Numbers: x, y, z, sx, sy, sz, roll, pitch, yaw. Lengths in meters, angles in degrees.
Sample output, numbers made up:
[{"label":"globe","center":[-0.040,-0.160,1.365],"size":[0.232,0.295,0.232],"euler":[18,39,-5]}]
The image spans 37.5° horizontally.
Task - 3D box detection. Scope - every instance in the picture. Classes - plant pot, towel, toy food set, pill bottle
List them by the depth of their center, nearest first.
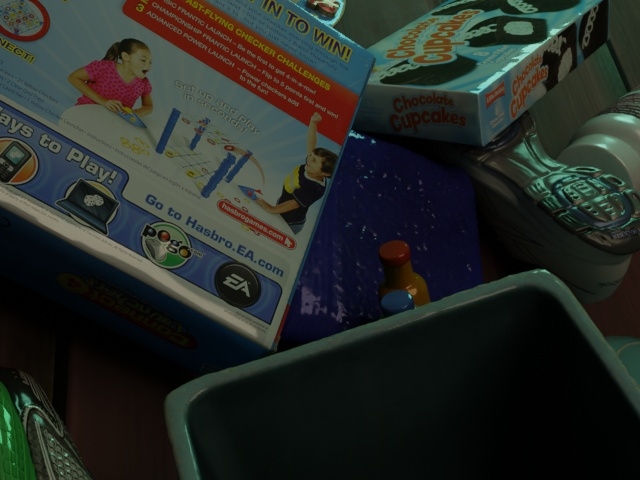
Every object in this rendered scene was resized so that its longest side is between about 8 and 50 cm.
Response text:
[{"label":"plant pot","center":[0.075,0.216,0.548],"size":[0.247,0.252,0.248],"euler":[-17,42,-7]},{"label":"toy food set","center":[0.010,0.106,0.682],"size":[0.232,0.105,0.111],"euler":[-32,36,-23]},{"label":"towel","center":[0.000,0.000,0.839],"size":[0.308,0.076,0.228],"euler":[14,58,-22]},{"label":"pill bottle","center":[0.357,-0.099,1.082],"size":[0.121,0.121,0.221],"euler":[49,47,10]}]

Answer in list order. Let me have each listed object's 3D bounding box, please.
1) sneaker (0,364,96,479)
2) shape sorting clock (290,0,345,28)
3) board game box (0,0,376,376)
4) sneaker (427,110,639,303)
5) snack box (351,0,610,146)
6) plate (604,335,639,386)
[{"label":"sneaker","center":[-0.128,0.230,0.565],"size":[0.146,0.134,0.344],"euler":[-19,77,-46]},{"label":"shape sorting clock","center":[-0.067,-0.294,1.034],"size":[0.206,0.040,0.206],"euler":[16,50,-20]},{"label":"board game box","center":[-0.137,-0.096,0.705],"size":[0.308,0.086,0.302],"euler":[30,52,-14]},{"label":"sneaker","center":[0.196,-0.046,0.960],"size":[0.111,0.129,0.297],"euler":[-23,49,-20]},{"label":"snack box","center":[0.162,-0.195,1.010],"size":[0.187,0.060,0.322],"euler":[11,34,35]},{"label":"plate","center":[0.339,0.148,0.911],"size":[0.188,0.024,0.188],"euler":[13,32,-8]}]
